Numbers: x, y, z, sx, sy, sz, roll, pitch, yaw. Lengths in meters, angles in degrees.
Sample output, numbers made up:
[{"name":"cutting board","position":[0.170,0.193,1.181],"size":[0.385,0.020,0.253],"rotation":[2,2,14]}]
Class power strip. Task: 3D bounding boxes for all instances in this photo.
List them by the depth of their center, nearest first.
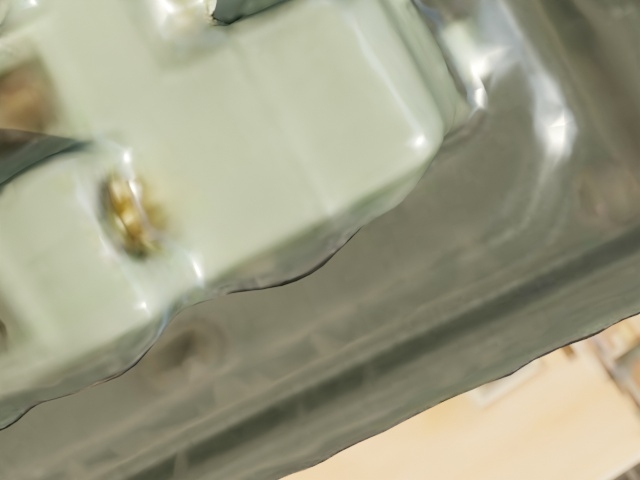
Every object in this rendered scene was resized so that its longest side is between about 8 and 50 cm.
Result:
[{"name":"power strip","position":[-0.079,-0.051,0.383],"size":[0.257,0.251,0.092],"rotation":[60,23,-7]}]
